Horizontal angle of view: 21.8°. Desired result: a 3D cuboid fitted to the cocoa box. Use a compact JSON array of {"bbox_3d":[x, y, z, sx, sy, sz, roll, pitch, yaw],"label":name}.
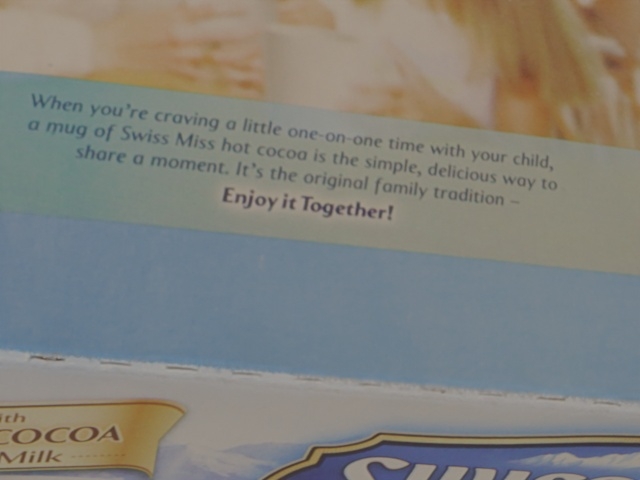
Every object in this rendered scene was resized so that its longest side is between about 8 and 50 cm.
[{"bbox_3d":[0.000,0.000,0.524,0.347,0.228,0.231,6,-124,-17],"label":"cocoa box"}]
